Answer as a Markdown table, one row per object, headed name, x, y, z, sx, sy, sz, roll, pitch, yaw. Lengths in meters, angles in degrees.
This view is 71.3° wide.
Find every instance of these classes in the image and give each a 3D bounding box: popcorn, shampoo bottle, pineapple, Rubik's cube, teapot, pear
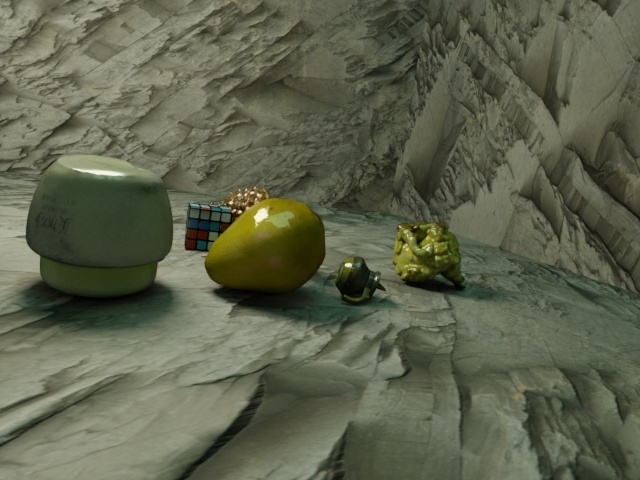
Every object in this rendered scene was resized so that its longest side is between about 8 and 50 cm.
| name | x | y | z | sx | sy | sz | roll | pitch | yaw |
| --- | --- | --- | --- | --- | --- | --- | --- | --- | --- |
| popcorn | 0.395 | 0.046 | 1.669 | 0.292 | 0.237 | 0.293 | 8 | 7 | -1 |
| shampoo bottle | -0.526 | -0.041 | 1.091 | 0.322 | 0.317 | 0.322 | 11 | 9 | -2 |
| pineapple | -0.387 | -0.108 | 1.928 | 0.357 | 0.223 | 0.223 | -9 | 13 | -6 |
| Rubik's cube | -0.420 | -0.051 | 1.659 | 0.154 | 0.155 | 0.151 | 6 | 11 | -20 |
| teapot | 0.110 | 0.128 | 1.350 | 0.119 | 0.130 | 0.166 | 24 | 43 | -5 |
| pear | -0.151 | 0.016 | 1.253 | 0.336 | 0.285 | 0.285 | -3 | 16 | -31 |

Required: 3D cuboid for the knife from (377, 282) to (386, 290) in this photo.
| name | x | y | z | sx | sy | sz | roll | pitch | yaw |
| --- | --- | --- | --- | --- | --- | --- | --- | --- | --- |
| knife | 0.177 | 0.135 | 1.594 | 0.060 | 0.028 | 0.230 | 19 | 8 | -24 |
